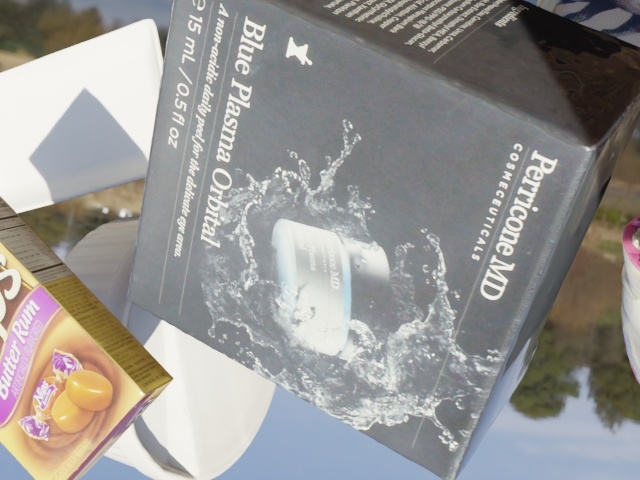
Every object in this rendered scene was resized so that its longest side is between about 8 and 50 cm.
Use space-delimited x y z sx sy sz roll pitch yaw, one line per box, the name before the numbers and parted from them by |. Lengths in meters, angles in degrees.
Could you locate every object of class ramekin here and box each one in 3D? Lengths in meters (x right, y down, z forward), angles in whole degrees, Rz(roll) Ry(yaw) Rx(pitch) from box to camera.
ramekin | -0.158 0.096 1.082 0.127 0.272 0.273 3 176 29

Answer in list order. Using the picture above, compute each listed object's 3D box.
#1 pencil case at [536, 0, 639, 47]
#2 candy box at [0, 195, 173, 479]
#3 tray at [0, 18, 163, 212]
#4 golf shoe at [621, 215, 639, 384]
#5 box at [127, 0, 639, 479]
pencil case | 0.233 -0.300 0.665 0.184 0.410 0.160 -8 154 37
candy box | -0.207 0.070 0.769 0.187 0.109 0.053 45 -163 8
tray | -0.250 -0.114 1.106 0.270 0.145 0.030 -12 180 29
golf shoe | 0.330 0.119 0.935 0.115 0.306 0.140 -3 140 -3
box | 0.021 -0.020 0.428 0.158 0.156 0.093 27 -143 17
